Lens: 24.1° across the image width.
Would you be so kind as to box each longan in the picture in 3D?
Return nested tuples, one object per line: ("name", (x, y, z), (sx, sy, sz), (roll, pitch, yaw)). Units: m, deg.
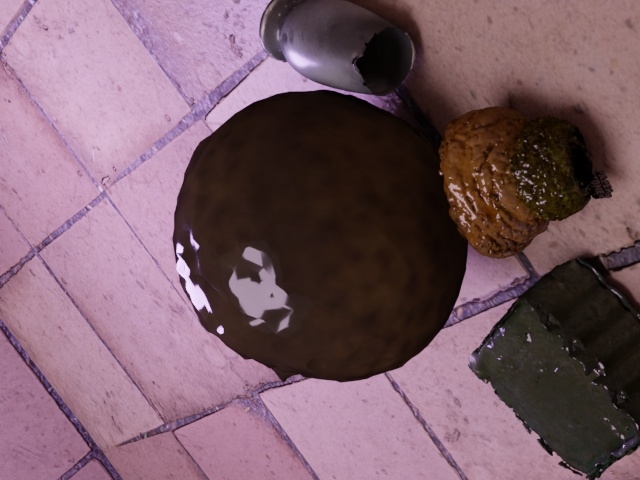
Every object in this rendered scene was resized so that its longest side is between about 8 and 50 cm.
("longan", (0.000, 0.000, 1.935), (0.391, 0.391, 0.391), (36, 148, 27))

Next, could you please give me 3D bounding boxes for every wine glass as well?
("wine glass", (0.018, -0.250, 1.903), (0.204, 0.111, 0.111), (28, 144, 43))

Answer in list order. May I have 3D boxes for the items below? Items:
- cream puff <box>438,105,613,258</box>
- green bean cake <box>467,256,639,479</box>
("cream puff", (0.249, -0.075, 1.752), (0.169, 0.183, 0.183), (-13, 115, 31))
("green bean cake", (0.330, 0.173, 1.923), (0.241, 0.132, 0.255), (45, 153, 12))
